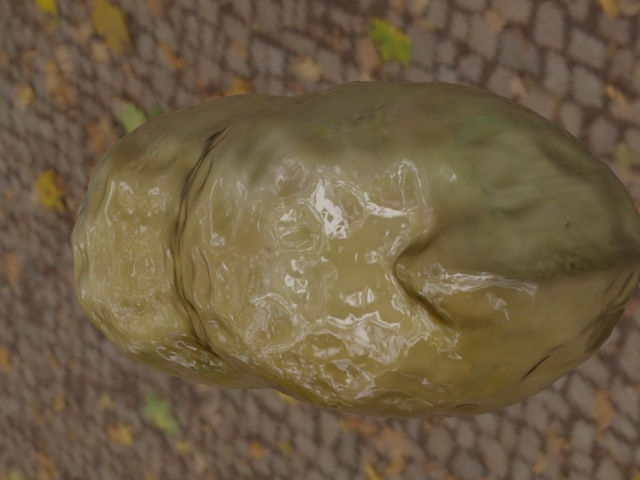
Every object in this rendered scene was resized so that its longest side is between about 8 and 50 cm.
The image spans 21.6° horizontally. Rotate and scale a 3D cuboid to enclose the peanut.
[{"bbox_3d":[0.000,0.000,0.517,0.263,0.117,0.101,0,109,68],"label":"peanut"}]
